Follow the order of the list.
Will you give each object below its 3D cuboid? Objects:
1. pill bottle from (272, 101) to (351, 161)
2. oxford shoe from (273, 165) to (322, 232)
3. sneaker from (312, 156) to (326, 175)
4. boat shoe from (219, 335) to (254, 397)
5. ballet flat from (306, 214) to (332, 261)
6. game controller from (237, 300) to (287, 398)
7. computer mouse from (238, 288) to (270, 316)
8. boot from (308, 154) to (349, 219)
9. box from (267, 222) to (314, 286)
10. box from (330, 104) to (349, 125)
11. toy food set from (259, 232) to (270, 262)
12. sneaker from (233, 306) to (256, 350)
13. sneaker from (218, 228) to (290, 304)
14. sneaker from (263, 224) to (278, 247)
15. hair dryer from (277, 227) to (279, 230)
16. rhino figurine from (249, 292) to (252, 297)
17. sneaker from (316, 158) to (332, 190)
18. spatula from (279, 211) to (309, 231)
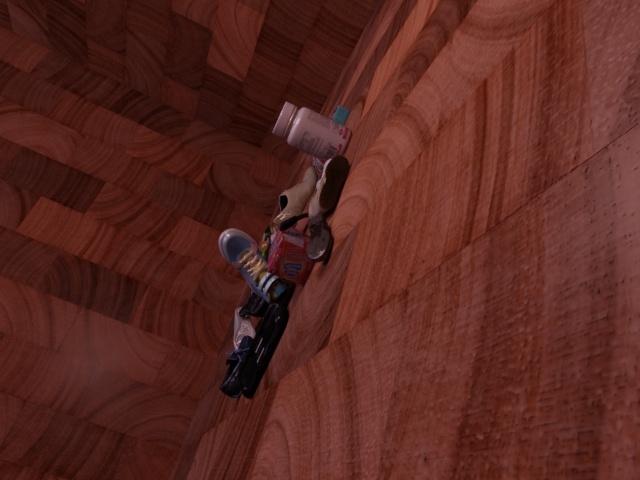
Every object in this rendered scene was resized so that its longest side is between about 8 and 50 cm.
[{"bbox_3d":[-0.035,-0.425,1.898,0.161,0.282,0.160,-62,11,21],"label":"pill bottle"},{"bbox_3d":[-0.093,-0.198,2.061,0.140,0.146,0.397,124,166,-47],"label":"oxford shoe"},{"bbox_3d":[-0.008,-0.359,2.093,0.225,0.087,0.093,-105,31,-53],"label":"sneaker"},{"bbox_3d":[-0.317,0.468,1.842,0.109,0.089,0.258,-45,24,34],"label":"boat shoe"},{"bbox_3d":[0.000,0.000,1.428,0.084,0.058,0.250,-28,26,9],"label":"ballet flat"},{"bbox_3d":[-0.188,0.359,1.588,0.319,0.067,0.166,-65,25,9],"label":"game controller"},{"bbox_3d":[-0.245,0.253,1.989,0.189,0.072,0.272,-62,18,-12],"label":"computer mouse"},{"bbox_3d":[0.023,-0.174,1.634,0.165,0.077,0.213,131,160,-66],"label":"boot"},{"bbox_3d":[-0.097,0.042,1.602,0.123,0.128,0.257,-64,11,10],"label":"box"},{"bbox_3d":[0.054,-0.498,2.240,0.100,0.060,0.245,-174,107,-79],"label":"box"},{"bbox_3d":[-0.229,0.058,1.879,0.192,0.038,0.133,-126,50,-58],"label":"toy food set"},{"bbox_3d":[-0.326,0.427,2.072,0.256,0.094,0.151,-104,14,-53],"label":"sneaker"},{"bbox_3d":[-0.210,0.097,1.656,0.127,0.319,0.208,-45,35,-14],"label":"sneaker"},{"bbox_3d":[-0.144,0.052,1.894,0.300,0.121,0.111,-107,35,-46],"label":"sneaker"},{"bbox_3d":[-0.149,-0.058,2.295,0.294,0.080,0.224,-57,0,-26],"label":"hair dryer"},{"bbox_3d":[-0.291,0.253,2.278,0.244,0.073,0.106,-66,13,-10],"label":"rhino figurine"},{"bbox_3d":[0.029,-0.240,1.831,0.061,0.053,0.152,-98,26,-54],"label":"sneaker"},{"bbox_3d":[-0.067,-0.079,1.661,0.296,0.030,0.084,-32,-61,-57],"label":"spatula"}]
